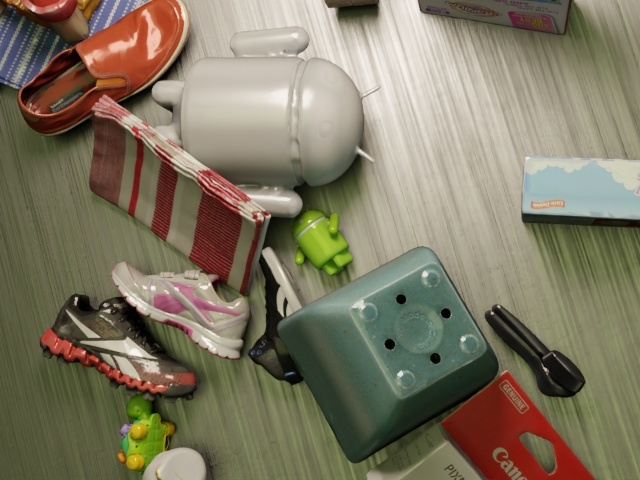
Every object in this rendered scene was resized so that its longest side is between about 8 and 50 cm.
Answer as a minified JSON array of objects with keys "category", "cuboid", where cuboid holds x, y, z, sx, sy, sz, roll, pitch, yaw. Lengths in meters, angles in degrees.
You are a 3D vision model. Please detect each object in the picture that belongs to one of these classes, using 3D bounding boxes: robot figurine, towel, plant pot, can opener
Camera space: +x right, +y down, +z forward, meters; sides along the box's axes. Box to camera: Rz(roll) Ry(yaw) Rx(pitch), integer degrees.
[{"category":"robot figurine","cuboid":[-0.084,-0.187,1.641,0.353,0.200,0.300,3,90,11]},{"category":"towel","cuboid":[-0.466,-0.364,1.814,0.336,0.040,0.243,23,88,9]},{"category":"plant pot","cuboid":[0.112,0.148,1.516,0.247,0.252,0.247,-27,80,-16]},{"category":"robot figurine","cuboid":[0.000,0.000,1.678,0.101,0.067,0.115,-43,79,35]},{"category":"can opener","cuboid":[0.328,0.168,1.614,0.186,0.059,0.073,46,121,20]},{"category":"towel","cuboid":[-0.233,-0.060,1.657,0.329,0.237,0.037,35,57,11]}]

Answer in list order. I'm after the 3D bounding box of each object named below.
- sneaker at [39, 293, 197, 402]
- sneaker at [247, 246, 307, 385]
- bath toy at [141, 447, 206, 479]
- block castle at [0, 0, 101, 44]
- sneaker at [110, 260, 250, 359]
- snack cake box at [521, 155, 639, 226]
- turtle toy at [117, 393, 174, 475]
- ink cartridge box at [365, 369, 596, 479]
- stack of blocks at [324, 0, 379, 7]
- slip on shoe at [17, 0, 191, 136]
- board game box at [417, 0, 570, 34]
[{"category":"sneaker","cuboid":[-0.317,0.168,1.705,0.276,0.097,0.135,22,92,13]},{"category":"sneaker","cuboid":[-0.077,0.129,1.675,0.121,0.079,0.217,-29,82,6]},{"category":"bath toy","cuboid":[-0.161,0.487,1.645,0.348,0.129,0.151,48,50,8]},{"category":"block castle","cuboid":[-0.538,-0.548,1.721,0.453,0.213,0.303,24,79,11]},{"category":"sneaker","cuboid":[-0.218,0.092,1.701,0.252,0.103,0.111,29,87,5]},{"category":"snack cake box","cuboid":[0.433,-0.069,1.562,0.264,0.152,0.089,3,86,10]},{"category":"turtle toy","cuboid":[-0.288,0.314,1.700,0.066,0.095,0.130,1,85,32]},{"category":"ink cartridge box","cuboid":[0.255,0.376,1.534,0.261,0.066,0.296,-38,110,6]},{"category":"stack of blocks","cuboid":[0.039,-0.527,1.663,0.087,0.171,0.297,-4,85,10]},{"category":"slip on shoe","cuboid":[-0.354,-0.289,1.722,0.331,0.101,0.123,-34,79,1]},{"category":"board game box","cuboid":[0.253,-0.394,1.539,0.242,0.316,0.064,12,87,10]}]
